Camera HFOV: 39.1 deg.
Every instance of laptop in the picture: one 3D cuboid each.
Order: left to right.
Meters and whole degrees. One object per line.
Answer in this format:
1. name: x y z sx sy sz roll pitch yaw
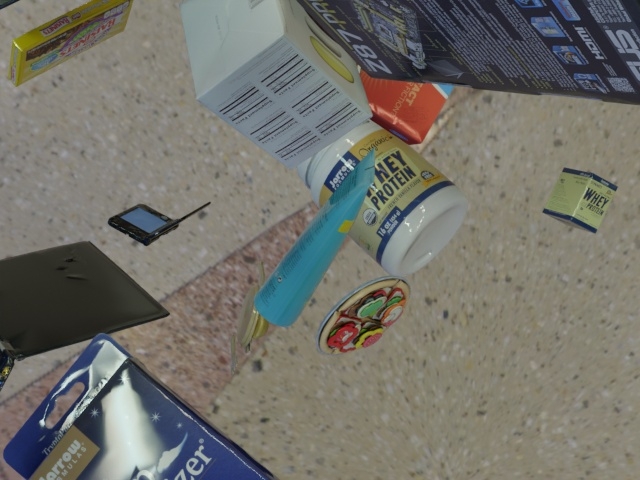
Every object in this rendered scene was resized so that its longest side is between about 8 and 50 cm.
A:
1. laptop: -0.532 0.201 1.597 0.382 0.236 0.408 30 93 49

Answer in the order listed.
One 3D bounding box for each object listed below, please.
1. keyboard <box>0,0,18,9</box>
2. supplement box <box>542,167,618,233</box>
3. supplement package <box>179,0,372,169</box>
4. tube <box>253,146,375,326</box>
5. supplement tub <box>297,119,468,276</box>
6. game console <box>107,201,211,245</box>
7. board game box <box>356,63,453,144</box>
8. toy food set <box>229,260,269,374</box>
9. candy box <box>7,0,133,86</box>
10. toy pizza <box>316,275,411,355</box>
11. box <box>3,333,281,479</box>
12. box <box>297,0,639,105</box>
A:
1. keyboard: -0.329 -0.417 1.218 0.317 0.033 0.201 -22 52 8
2. supplement box: 0.417 -0.065 1.452 0.056 0.083 0.083 24 92 -21
3. supplement package: -0.061 -0.244 1.222 0.149 0.203 0.194 -31 51 22
4. tube: 0.000 0.000 0.930 0.052 0.080 0.207 25 120 -16
5. supplement tub: 0.123 -0.102 1.881 0.228 0.228 0.316 -44 66 -5
6. game console: -0.242 -0.042 1.364 0.107 0.122 0.071 28 108 6
7. board game box: 0.090 -0.343 1.505 0.317 0.064 0.242 30 87 -16
8. toy food set: -0.121 0.144 1.671 0.039 0.132 0.192 16 115 -15
9. candy box: -0.372 -0.308 1.351 0.206 0.105 0.027 -38 89 -30
10. toy pizza: 0.082 0.142 1.605 0.201 0.201 0.032 -36 58 -3
11. box: -0.135 0.191 0.707 0.225 0.036 0.136 38 87 9
12. box: 0.038 -0.236 0.544 0.318 0.395 0.097 15 71 50
